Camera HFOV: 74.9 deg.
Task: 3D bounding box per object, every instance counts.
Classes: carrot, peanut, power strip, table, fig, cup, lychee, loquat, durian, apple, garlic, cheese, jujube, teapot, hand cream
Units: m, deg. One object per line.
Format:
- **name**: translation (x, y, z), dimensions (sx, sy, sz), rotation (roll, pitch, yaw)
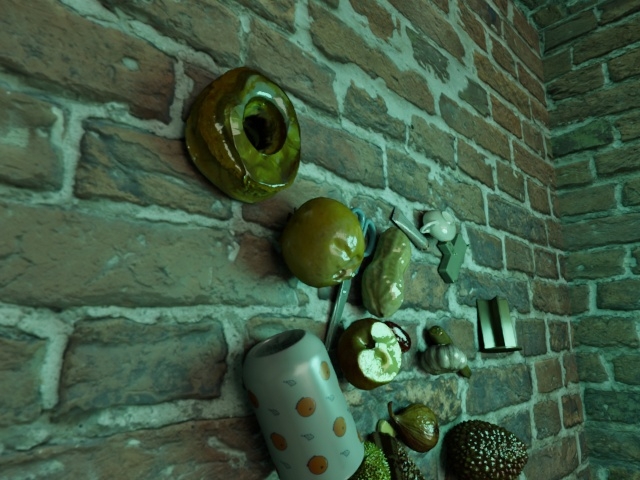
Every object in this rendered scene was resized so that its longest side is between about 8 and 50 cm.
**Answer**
- **carrot**: translation (0.499, 0.433, 1.595), dimensions (0.342, 0.070, 0.070), rotation (51, 52, -30)
- **peanut**: translation (0.215, 0.095, 1.341), dimensions (0.149, 0.149, 0.313), rotation (43, 55, -29)
- **power strip**: translation (0.536, 0.053, 1.705), dimensions (0.145, 0.061, 0.215), rotation (49, 52, -26)
- **table**: translation (0.760, 0.362, 1.806), dimensions (0.167, 0.167, 0.226), rotation (18, 60, -40)
- **fig**: translation (0.275, 0.580, 1.313), dimensions (0.201, 0.146, 0.133), rotation (26, 108, -28)
- **cup**: translation (-0.046, 0.383, 0.982), dimensions (0.212, 0.212, 0.317), rotation (-24, 98, -44)
- **lychee**: translation (0.595, 0.761, 1.484), dimensions (0.272, 0.272, 0.271), rotation (10, 75, -42)
- **loquat**: translation (0.000, 0.000, 1.106), dimensions (0.244, 0.244, 0.243), rotation (10, 75, -42)
- **durian**: translation (0.115, 0.641, 1.119), dimensions (0.146, 0.159, 0.198), rotation (17, 72, -41)
- **apple**: translation (0.130, 0.324, 1.195), dimensions (0.173, 0.160, 0.195), rotation (49, 51, -30)
- **garlic**: translation (0.431, 0.415, 1.475), dimensions (0.147, 0.159, 0.101), rotation (17, 53, -27)
- **cheese**: translation (0.209, 0.596, 1.307), dimensions (0.083, 0.030, 0.044), rotation (52, 54, -26)
- **jujube**: translation (0.243, 0.315, 1.370), dimensions (0.129, 0.077, 0.077), rotation (48, 53, -15)
- **teapot**: translation (0.459, -0.060, 1.620), dimensions (0.226, 0.092, 0.145), rotation (-3, 52, -46)
- **hand cream**: translation (0.334, -0.035, 1.549), dimensions (0.210, 0.043, 0.067), rotation (43, 48, -23)

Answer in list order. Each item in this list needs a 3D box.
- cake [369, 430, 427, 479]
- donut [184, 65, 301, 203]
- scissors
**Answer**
- **cake**: translation (0.243, 0.677, 1.271), dimensions (0.135, 0.112, 0.245), rotation (-11, 86, -47)
- **donut**: translation (-0.172, -0.265, 1.030), dimensions (0.330, 0.160, 0.329), rotation (10, 72, -34)
- **scissors**: translation (0.080, 0.119, 1.269), dimensions (0.193, 0.029, 0.446), rotation (42, 59, -48)
